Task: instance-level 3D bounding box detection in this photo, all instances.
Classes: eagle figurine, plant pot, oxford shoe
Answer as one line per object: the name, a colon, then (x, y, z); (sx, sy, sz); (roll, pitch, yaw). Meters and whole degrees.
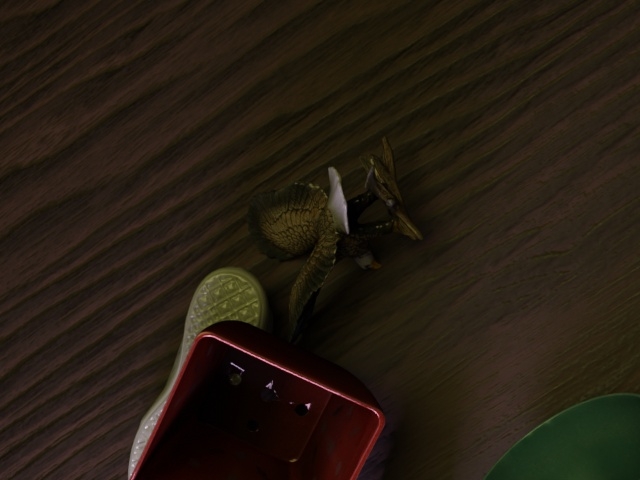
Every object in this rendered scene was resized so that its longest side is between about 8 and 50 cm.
eagle figurine: (0.007, 0.008, 1.589); (0.298, 0.226, 0.225); (-29, 106, 21)
plant pot: (-0.082, 0.258, 1.459); (0.267, 0.236, 0.267); (25, 103, -3)
plant pot: (0.358, 0.361, 1.315); (0.290, 0.290, 0.195); (-36, 100, 11)
oxford shoe: (-0.181, 0.251, 1.655); (0.169, 0.130, 0.449); (19, 98, 4)
